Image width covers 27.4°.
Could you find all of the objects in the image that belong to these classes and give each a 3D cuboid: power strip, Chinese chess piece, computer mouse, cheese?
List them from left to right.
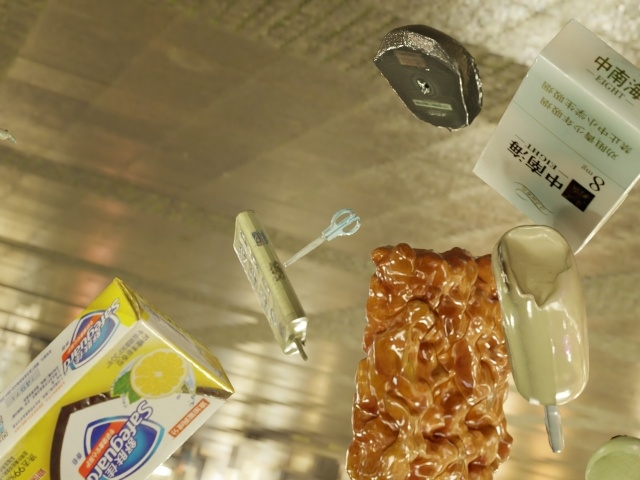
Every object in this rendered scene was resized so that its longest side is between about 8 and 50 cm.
[{"bbox_3d":[-0.071,0.074,1.979,0.034,0.268,0.092,-14,145,-19],"label":"power strip"},{"bbox_3d":[0.117,-0.174,1.357,0.099,0.057,0.172,11,156,27],"label":"computer mouse"},{"bbox_3d":[0.231,0.116,1.362,0.082,0.163,0.286,-9,135,5],"label":"cheese"},{"bbox_3d":[0.305,0.234,1.297,0.084,0.084,0.034,11,-156,21],"label":"Chinese chess piece"}]

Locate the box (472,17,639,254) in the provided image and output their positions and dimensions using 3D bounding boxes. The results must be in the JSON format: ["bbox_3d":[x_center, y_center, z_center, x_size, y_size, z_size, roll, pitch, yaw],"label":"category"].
[{"bbox_3d":[0.263,-0.100,1.361,0.155,0.067,0.243,42,154,9],"label":"box"}]

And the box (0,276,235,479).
[{"bbox_3d":[-0.250,0.194,1.470,0.168,0.265,0.097,45,-177,-34],"label":"box"}]

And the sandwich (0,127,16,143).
[{"bbox_3d":[-0.492,-0.143,1.719,0.109,0.160,0.185,29,166,36],"label":"sandwich"}]

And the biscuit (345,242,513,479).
[{"bbox_3d":[0.148,0.163,1.592,0.111,0.312,0.318,6,179,37],"label":"biscuit"}]

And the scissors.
[{"bbox_3d":[0.000,0.000,1.215,0.036,0.083,0.006,47,-171,-52],"label":"scissors"}]
